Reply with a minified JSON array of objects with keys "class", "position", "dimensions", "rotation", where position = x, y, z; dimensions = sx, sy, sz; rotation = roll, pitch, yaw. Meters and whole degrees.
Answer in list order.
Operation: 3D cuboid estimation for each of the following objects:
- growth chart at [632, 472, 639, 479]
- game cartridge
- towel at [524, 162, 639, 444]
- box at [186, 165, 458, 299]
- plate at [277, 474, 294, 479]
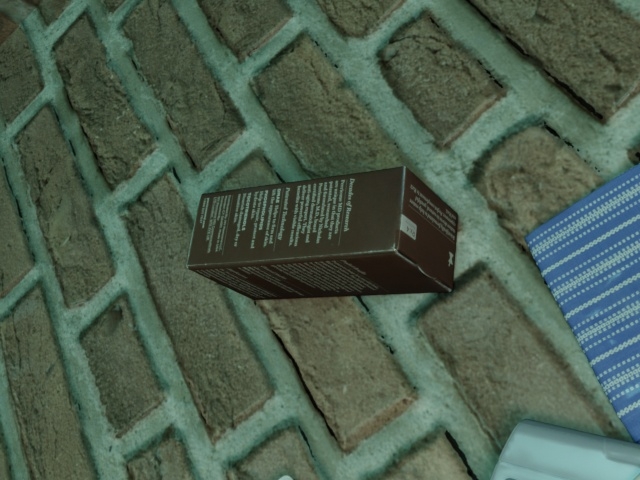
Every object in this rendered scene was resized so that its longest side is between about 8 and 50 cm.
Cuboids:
[{"class":"growth chart","position":[0.404,0.360,0.853],"dimensions":[0.237,0.021,0.172],"rotation":[37,92,28]},{"class":"game cartridge","position":[0.286,0.375,0.959],"dimensions":[0.196,0.060,0.294],"rotation":[4,76,39]},{"class":"towel","position":[0.435,0.066,1.017],"dimensions":[0.243,0.040,0.336],"rotation":[-35,53,22]},{"class":"box","position":[0.000,0.000,1.237],"dimensions":[0.381,0.191,0.143],"rotation":[-3,68,33]},{"class":"plate","position":[-0.068,0.533,1.142],"dimensions":[0.278,0.045,0.277],"rotation":[-46,51,9]}]
